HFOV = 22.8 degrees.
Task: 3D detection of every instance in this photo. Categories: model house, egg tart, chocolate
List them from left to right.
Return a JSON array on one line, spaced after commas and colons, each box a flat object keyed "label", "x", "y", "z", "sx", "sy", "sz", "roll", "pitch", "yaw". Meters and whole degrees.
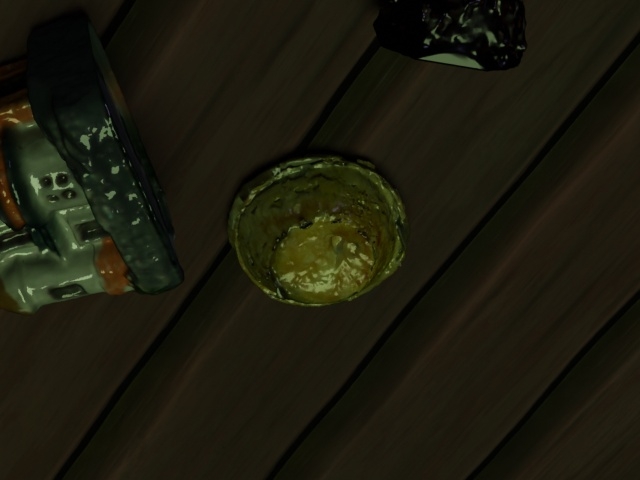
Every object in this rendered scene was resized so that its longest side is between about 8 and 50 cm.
[{"label": "model house", "x": -0.312, "y": -0.045, "z": 1.595, "sx": 0.301, "sy": 0.190, "sz": 0.271, "roll": -15, "pitch": 134, "yaw": 4}, {"label": "egg tart", "x": 0.001, "y": 0.001, "z": 1.765, "sx": 0.212, "sy": 0.090, "sz": 0.212, "roll": -5, "pitch": 128, "yaw": -7}, {"label": "chocolate", "x": 0.138, "y": -0.251, "z": 1.554, "sx": 0.156, "sy": 0.156, "sz": 0.133, "roll": 6, "pitch": 110, "yaw": -15}]
